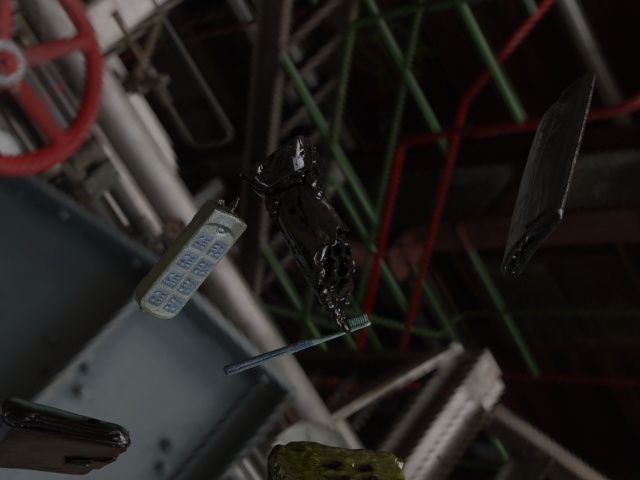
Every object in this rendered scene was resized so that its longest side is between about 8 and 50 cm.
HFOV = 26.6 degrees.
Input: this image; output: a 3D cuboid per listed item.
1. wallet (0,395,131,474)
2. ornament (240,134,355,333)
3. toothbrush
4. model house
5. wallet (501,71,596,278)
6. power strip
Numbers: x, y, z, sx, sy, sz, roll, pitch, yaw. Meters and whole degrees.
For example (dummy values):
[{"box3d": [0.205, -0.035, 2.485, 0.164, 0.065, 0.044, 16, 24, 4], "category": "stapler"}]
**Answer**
[{"box3d": [-0.357, 0.270, 1.780, 0.318, 0.172, 0.045, 140, -39, -63], "category": "wallet"}, {"box3d": [0.000, 0.000, 1.853, 0.106, 0.260, 0.251, -28, 176, 6], "category": "ornament"}, {"box3d": [-0.034, 0.148, 1.920, 0.220, 0.019, 0.016, -20, 177, 5], "category": "toothbrush"}, {"box3d": [0.038, 0.345, 1.467, 0.175, 0.193, 0.234, 8, -174, -19], "category": "model house"}, {"box3d": [0.333, -0.104, 1.997, 0.170, 0.044, 0.321, 120, -8, -49], "category": "wallet"}, {"box3d": [-0.188, 0.025, 1.991, 0.227, 0.080, 0.029, -51, -134, 8], "category": "power strip"}]
